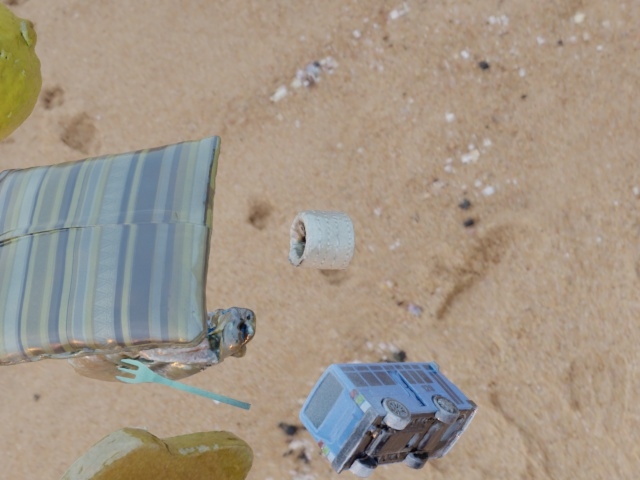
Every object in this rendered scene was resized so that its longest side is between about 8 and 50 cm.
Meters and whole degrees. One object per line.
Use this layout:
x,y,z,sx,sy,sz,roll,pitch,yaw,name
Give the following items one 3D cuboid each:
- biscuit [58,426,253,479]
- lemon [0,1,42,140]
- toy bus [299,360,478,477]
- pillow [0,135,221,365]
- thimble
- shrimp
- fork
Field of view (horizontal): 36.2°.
-0.212,0.358,1.286,0.287,0.344,0.057,-47,46,-12,biscuit
-0.575,-0.250,1.466,0.321,0.268,0.268,-15,56,4,lemon
0.097,0.239,1.362,0.133,0.234,0.116,46,116,36,toy bus
-0.189,0.006,0.805,0.212,0.052,0.208,-8,54,10,pillow
0.000,0.000,1.655,0.090,0.115,0.102,2,72,-19,thimble
-0.297,0.198,1.832,0.445,0.221,0.110,-18,62,34,shrimp
-0.221,0.229,1.550,0.235,0.021,0.039,13,77,16,fork
